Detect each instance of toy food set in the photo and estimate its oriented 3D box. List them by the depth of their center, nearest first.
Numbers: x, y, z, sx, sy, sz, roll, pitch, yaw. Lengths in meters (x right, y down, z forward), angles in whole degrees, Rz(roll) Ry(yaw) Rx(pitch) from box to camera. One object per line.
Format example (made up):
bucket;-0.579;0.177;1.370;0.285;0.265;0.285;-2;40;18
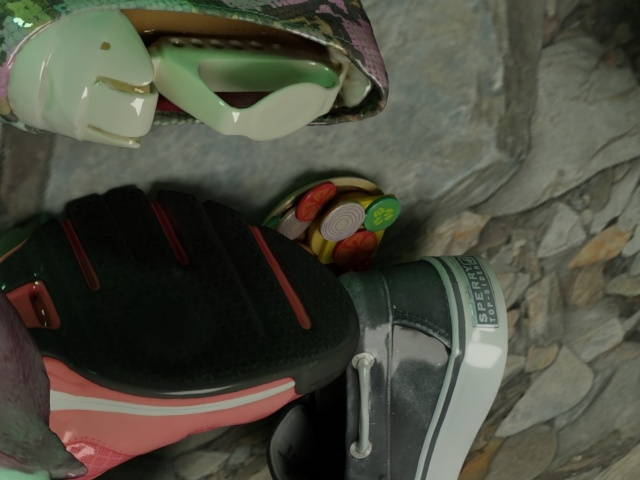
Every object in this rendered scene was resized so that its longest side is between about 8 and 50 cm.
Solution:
toy food set;0.000;0.000;0.875;0.083;0.020;0.082;-8;134;-30

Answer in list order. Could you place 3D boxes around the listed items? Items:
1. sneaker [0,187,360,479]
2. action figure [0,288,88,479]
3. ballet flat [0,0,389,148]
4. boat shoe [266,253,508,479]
sneaker;-0.138;0.070;0.799;0.314;0.116;0.136;-11;147;-18
action figure;-0.200;-0.056;0.464;0.248;0.275;0.370;-16;137;-21
ballet flat;-0.063;-0.072;0.705;0.221;0.079;0.077;-5;134;-33
boat shoe;0.017;0.126;0.956;0.102;0.108;0.301;-3;139;-17
